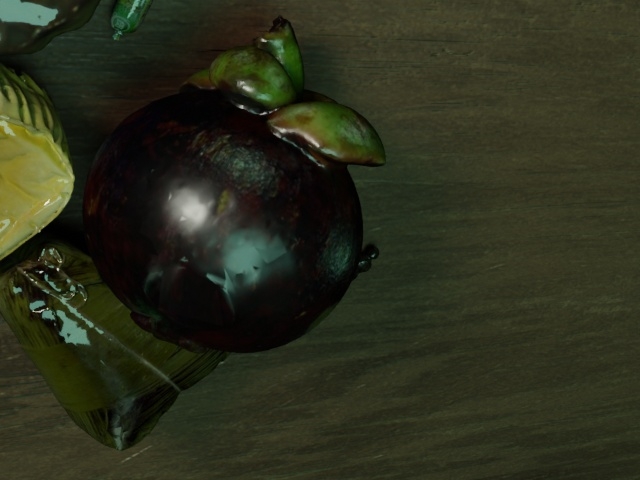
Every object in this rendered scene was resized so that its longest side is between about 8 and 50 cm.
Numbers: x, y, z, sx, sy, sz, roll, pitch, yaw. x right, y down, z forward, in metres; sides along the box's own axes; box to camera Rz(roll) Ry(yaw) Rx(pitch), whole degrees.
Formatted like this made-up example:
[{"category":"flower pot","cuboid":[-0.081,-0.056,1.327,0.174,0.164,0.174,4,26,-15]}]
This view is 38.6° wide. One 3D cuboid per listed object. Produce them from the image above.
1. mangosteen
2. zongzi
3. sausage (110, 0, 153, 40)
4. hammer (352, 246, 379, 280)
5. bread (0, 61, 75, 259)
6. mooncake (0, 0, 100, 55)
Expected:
[{"category":"mangosteen","cuboid":[-0.092,-0.035,0.933,0.311,0.311,0.311,-12,128,-16]},{"category":"zongzi","cuboid":[-0.202,0.060,1.065,0.300,0.145,0.274,-34,127,-19]},{"category":"sausage","cuboid":[-0.138,-0.308,0.870,0.032,0.033,0.269,18,115,-33]},{"category":"hammer","cuboid":[0.000,0.000,1.162,0.178,0.021,0.065,32,108,-36]},{"category":"bread","cuboid":[-0.367,-0.067,0.880,0.250,0.133,0.179,-36,134,8]},{"category":"mooncake","cuboid":[-0.297,-0.289,0.733,0.290,0.161,0.290,-11,126,-16]}]
